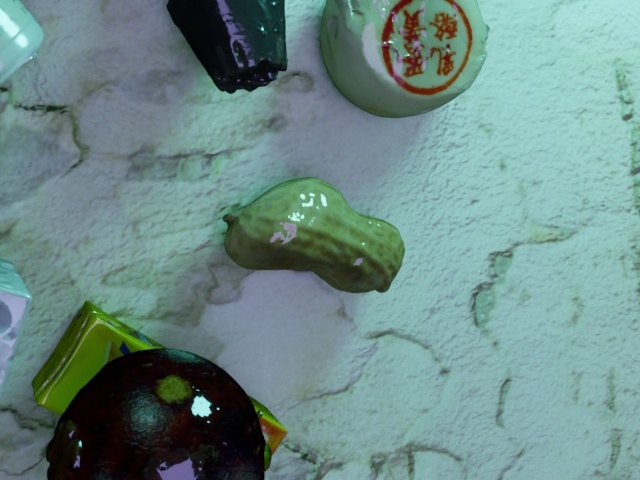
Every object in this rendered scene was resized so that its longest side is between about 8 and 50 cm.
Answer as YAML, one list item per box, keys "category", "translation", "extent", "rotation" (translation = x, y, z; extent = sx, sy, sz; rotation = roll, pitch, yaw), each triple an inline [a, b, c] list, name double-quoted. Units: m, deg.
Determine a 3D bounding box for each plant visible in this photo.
- category: "plant"
  translation: [-0.127, -0.337, 1.555]
  extent: [0.141, 0.164, 0.256]
  rotation: [-16, 82, -25]

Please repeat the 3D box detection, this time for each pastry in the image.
- category: "pastry"
  translation: [0.126, -0.310, 1.687]
  extent: [0.264, 0.133, 0.265]
  rotation: [-2, 97, -20]

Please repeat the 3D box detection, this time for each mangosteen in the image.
- category: "mangosteen"
  translation: [-0.182, 0.299, 1.481]
  extent: [0.359, 0.306, 0.306]
  rotation: [11, 97, -32]

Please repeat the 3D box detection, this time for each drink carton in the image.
- category: "drink carton"
  translation: [-0.238, 0.248, 1.664]
  extent: [0.351, 0.111, 0.155]
  rotation: [34, 88, -23]

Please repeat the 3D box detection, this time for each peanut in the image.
- category: "peanut"
  translation: [0.000, -0.009, 1.688]
  extent: [0.291, 0.143, 0.159]
  rotation: [15, 105, -25]

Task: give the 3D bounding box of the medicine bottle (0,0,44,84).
- category: "medicine bottle"
  translation: [-0.505, -0.317, 1.421]
  extent: [0.170, 0.170, 0.293]
  rotation: [-43, 111, -8]

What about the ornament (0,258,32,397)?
- category: "ornament"
  translation: [-0.537, 0.131, 1.457]
  extent: [0.239, 0.240, 0.240]
  rotation: [18, 93, -23]
